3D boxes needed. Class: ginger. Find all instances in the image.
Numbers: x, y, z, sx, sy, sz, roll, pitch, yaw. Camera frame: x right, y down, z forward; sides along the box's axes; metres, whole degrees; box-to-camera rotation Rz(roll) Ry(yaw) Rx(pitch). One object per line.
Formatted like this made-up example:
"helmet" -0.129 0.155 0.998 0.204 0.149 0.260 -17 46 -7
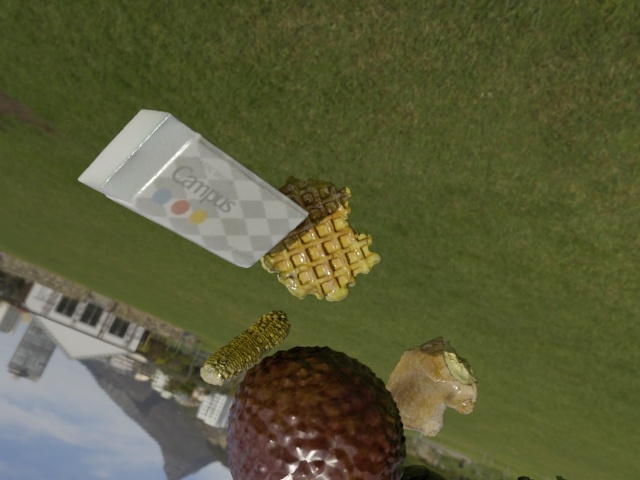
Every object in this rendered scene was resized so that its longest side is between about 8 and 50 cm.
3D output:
"ginger" 0.270 0.363 1.443 0.221 0.275 0.130 17 -154 32

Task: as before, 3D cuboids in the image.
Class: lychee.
"lychee" -0.003 0.266 0.806 0.261 0.260 0.260 21 165 6

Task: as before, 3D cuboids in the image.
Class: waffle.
"waffle" -0.007 -0.007 1.426 0.301 0.281 0.058 44 168 -6

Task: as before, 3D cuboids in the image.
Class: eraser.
"eraser" -0.218 -0.081 1.121 0.397 0.213 0.082 35 -164 -51

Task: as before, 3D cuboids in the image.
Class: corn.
"corn" -0.164 0.243 1.373 0.087 0.086 0.288 14 -154 27

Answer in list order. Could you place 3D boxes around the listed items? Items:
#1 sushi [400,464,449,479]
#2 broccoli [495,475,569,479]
"sushi" 0.227 0.697 1.336 0.328 0.328 0.285 -17 168 2
"broccoli" 0.250 0.338 0.534 0.146 0.164 0.304 21 179 -13
